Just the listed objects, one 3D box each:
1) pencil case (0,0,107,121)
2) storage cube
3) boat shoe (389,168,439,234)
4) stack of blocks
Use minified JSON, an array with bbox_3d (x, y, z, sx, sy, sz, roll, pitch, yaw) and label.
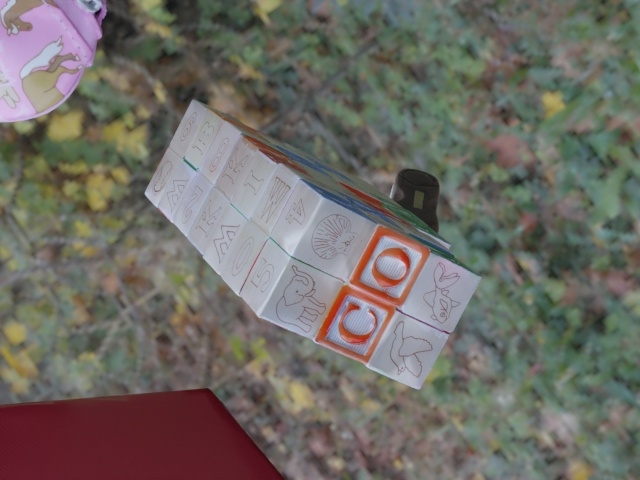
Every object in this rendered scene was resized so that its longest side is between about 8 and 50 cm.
[{"bbox_3d":[-0.301,-0.236,0.983,0.160,0.167,0.386,53,-176,38],"label":"pencil case"},{"bbox_3d":[-0.121,0.204,0.758,0.215,0.193,0.184,38,125,57],"label":"storage cube"},{"bbox_3d":[0.088,-0.003,1.506,0.068,0.190,0.072,19,121,6],"label":"boat shoe"},{"bbox_3d":[0.000,0.000,1.035,0.171,0.087,0.297,25,-173,-25],"label":"stack of blocks"}]
